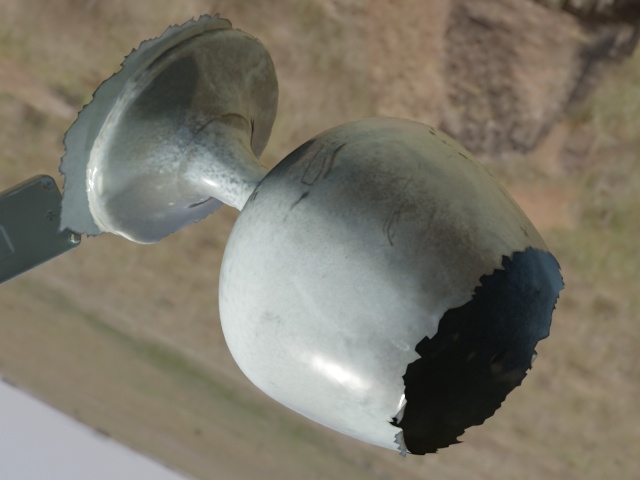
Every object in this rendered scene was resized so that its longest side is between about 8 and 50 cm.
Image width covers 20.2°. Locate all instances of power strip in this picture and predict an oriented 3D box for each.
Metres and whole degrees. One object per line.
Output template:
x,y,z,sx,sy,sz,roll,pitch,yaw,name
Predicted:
-0.375,-0.014,1.883,0.145,0.216,0.061,65,162,-10,power strip

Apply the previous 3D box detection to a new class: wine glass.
0.000,0.000,1.292,0.323,0.238,0.238,34,177,31,wine glass
